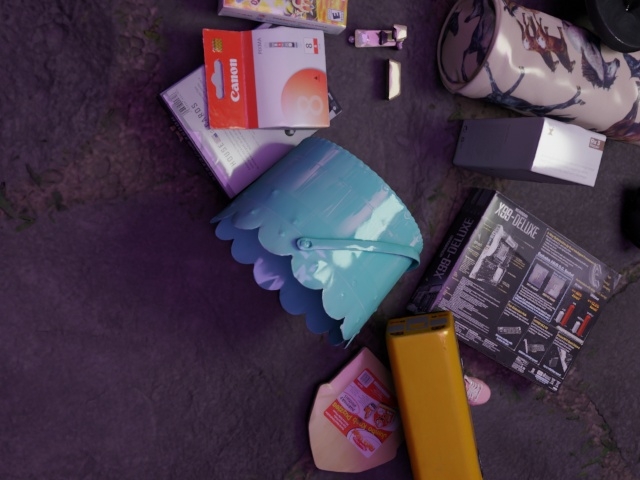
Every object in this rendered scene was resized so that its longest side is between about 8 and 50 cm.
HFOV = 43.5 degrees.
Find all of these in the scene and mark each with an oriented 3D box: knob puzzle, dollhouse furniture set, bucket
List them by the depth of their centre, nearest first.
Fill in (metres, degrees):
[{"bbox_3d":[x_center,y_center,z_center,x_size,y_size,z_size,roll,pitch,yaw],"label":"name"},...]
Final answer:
[{"bbox_3d":[0.000,0.000,1.147,0.183,0.281,0.281,-46,109,-13],"label":"bucket"},{"bbox_3d":[0.086,-0.272,1.236,0.081,0.091,0.114,-1,102,-3],"label":"dollhouse furniture set"},{"bbox_3d":[0.057,0.299,1.333,0.213,0.030,0.213,-3,100,-19],"label":"knob puzzle"}]

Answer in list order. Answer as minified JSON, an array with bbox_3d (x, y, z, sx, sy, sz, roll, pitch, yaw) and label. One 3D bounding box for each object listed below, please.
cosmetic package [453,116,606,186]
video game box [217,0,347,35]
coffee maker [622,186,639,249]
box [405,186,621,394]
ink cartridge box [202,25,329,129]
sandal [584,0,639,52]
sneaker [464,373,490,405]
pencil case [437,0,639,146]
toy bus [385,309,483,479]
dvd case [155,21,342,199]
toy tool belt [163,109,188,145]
[{"bbox_3d":[0.316,-0.138,1.247,0.117,0.231,0.085,12,94,-20],"label":"cosmetic package"},{"bbox_3d":[-0.049,-0.416,1.162,0.187,0.048,0.205,4,86,-17],"label":"video game box"},{"bbox_3d":[0.648,-0.026,1.438,0.178,0.120,0.171,-7,101,-17],"label":"coffee maker"},{"bbox_3d":[0.333,0.088,1.371,0.307,0.076,0.242,30,88,-21],"label":"box"},{"bbox_3d":[-0.074,-0.232,1.147,0.179,0.045,0.145,-5,91,-34],"label":"ink cartridge box"},{"bbox_3d":[0.556,-0.463,1.274,0.167,0.107,0.446,47,62,-8],"label":"sandal"},{"bbox_3d":[0.246,0.255,1.370,0.134,0.070,0.051,26,87,-22],"label":"sneaker"},{"bbox_3d":[0.389,-0.281,1.290,0.410,0.160,0.183,11,82,-20],"label":"pencil case"},{"bbox_3d":[0.186,0.280,1.272,0.108,0.130,0.332,-10,103,9],"label":"toy bus"},{"bbox_3d":[-0.097,-0.200,1.175,0.239,0.029,0.179,-41,110,-24],"label":"dvd case"},{"bbox_3d":[-0.191,-0.167,1.173,0.051,0.052,0.083,-20,111,31],"label":"toy tool belt"}]
